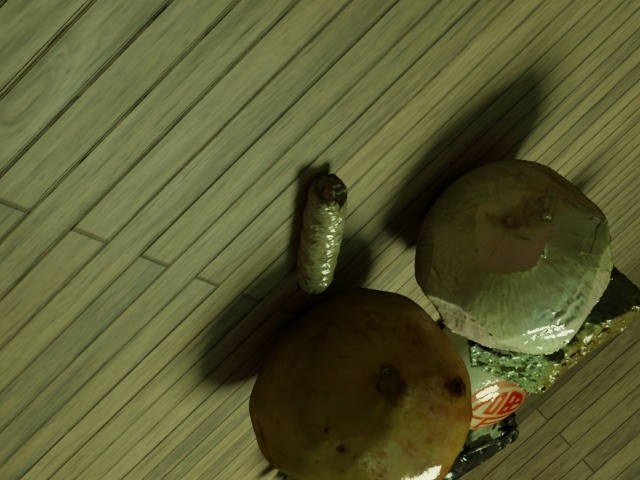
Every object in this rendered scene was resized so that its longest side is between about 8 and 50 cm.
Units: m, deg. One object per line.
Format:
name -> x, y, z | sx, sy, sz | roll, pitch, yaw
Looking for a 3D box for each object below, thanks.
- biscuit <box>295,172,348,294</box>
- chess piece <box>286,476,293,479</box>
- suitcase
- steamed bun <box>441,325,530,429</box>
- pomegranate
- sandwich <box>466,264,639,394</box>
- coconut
biscuit -> 0.000, 0.000, 1.211 | 0.055, 0.061, 0.219 | 9, 143, 0
chess piece -> -0.006, 0.545, 2.058 | 0.144, 0.144, 0.251 | -37, 151, -9
suitcase -> 0.302, 0.454, 2.223 | 0.351, 0.194, 0.339 | -17, 169, -44
steamed bun -> 0.332, 0.293, 1.979 | 0.283, 0.177, 0.283 | -15, 142, -12
pomegranate -> 0.061, 0.231, 1.419 | 0.342, 0.342, 0.342 | -33, 155, -18
sandwich -> 0.409, 0.125, 1.780 | 0.325, 0.262, 0.131 | -32, 153, -18
coconut -> 0.285, 0.025, 1.404 | 0.297, 0.297, 0.254 | -43, 168, 4
